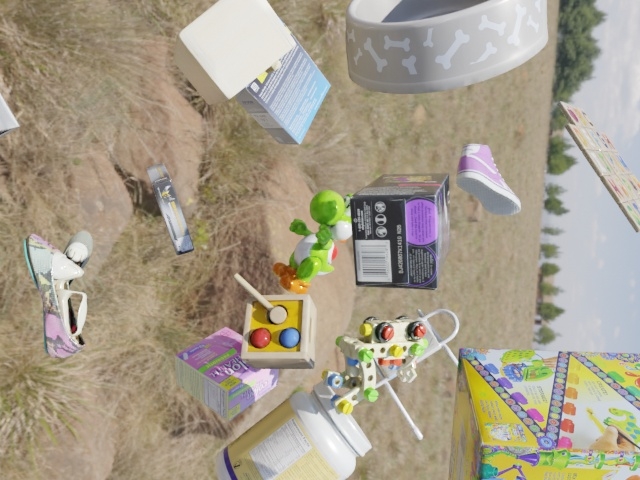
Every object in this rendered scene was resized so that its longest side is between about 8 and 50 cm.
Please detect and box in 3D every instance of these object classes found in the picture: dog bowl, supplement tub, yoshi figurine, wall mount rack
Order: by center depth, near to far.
[{"bbox_3d":[0.200,-0.376,0.847,0.349,0.348,0.102,-63,146,-40],"label":"dog bowl"},{"bbox_3d":[-0.064,0.532,1.257,0.331,0.241,0.241,-37,140,-7],"label":"supplement tub"},{"bbox_3d":[0.284,0.373,1.467,0.130,0.350,0.304,55,2,-45],"label":"wall mount rack"},{"bbox_3d":[-0.022,-0.016,1.582,0.362,0.203,0.203,-52,166,5],"label":"yoshi figurine"}]

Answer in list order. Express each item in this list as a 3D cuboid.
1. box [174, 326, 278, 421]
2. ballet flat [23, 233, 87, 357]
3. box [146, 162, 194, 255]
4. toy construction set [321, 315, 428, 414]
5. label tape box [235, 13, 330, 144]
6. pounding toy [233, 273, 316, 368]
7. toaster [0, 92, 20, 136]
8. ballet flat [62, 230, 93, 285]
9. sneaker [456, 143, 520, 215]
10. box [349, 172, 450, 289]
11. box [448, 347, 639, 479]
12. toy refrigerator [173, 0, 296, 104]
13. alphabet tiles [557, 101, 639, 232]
[{"bbox_3d":[-0.291,0.404,1.572,0.213,0.243,0.117,-25,128,-47],"label":"box"},{"bbox_3d":[-0.449,0.091,0.880,0.077,0.079,0.221,92,-15,-85],"label":"ballet flat"},{"bbox_3d":[-0.446,-0.095,1.498,0.056,0.183,0.231,-19,118,-16],"label":"box"},{"bbox_3d":[0.157,0.297,1.255,0.327,0.151,0.215,2,96,-47],"label":"toy construction set"},{"bbox_3d":[-0.143,-0.505,1.591,0.347,0.115,0.249,40,69,-43],"label":"label tape box"},{"bbox_3d":[-0.080,0.137,0.861,0.100,0.130,0.141,69,21,-60],"label":"pounding toy"},{"bbox_3d":[-0.773,-0.252,1.083,0.186,0.168,0.110,-79,145,-69],"label":"toaster"},{"bbox_3d":[-0.702,0.070,1.426,0.072,0.068,0.213,34,69,-30],"label":"ballet flat"},{"bbox_3d":[0.517,-0.191,1.523,0.282,0.102,0.161,31,59,-36],"label":"sneaker"},{"bbox_3d":[0.159,-0.029,0.940,0.270,0.143,0.165,-37,125,-66],"label":"box"},{"bbox_3d":[0.323,0.314,0.662,0.177,0.279,0.290,-75,165,-65],"label":"box"},{"bbox_3d":[-0.124,-0.243,0.670,0.102,0.269,0.094,-41,111,-5],"label":"toy refrigerator"},{"bbox_3d":[0.589,-0.129,1.000,0.285,0.011,0.342,-9,68,-48],"label":"alphabet tiles"}]
